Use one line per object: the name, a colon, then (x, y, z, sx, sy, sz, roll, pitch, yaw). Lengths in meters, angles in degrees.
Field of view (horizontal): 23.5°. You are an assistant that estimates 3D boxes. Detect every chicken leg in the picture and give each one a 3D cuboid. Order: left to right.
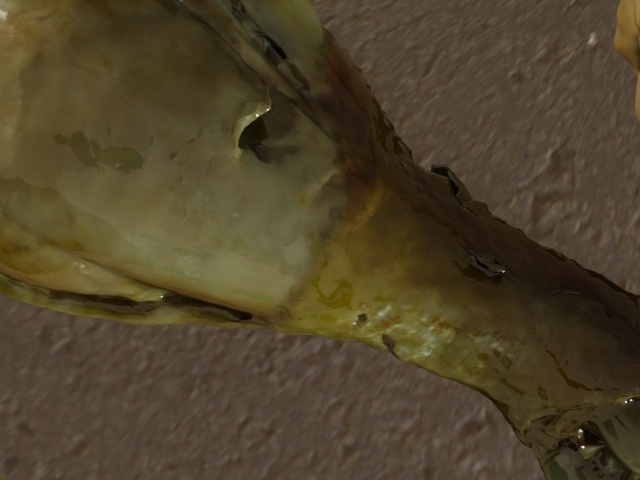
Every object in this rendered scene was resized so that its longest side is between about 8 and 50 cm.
chicken leg: (0.000, 0.000, 0.675, 0.429, 0.153, 0.201, 29, 78, -3)

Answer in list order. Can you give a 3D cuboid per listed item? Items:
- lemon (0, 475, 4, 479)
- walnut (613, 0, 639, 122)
lemon: (-0.231, 0.173, 0.598, 0.258, 0.310, 0.258, 5, 104, 19)
walnut: (0.354, -0.148, 1.142, 0.257, 0.257, 0.224, -23, 56, 20)
